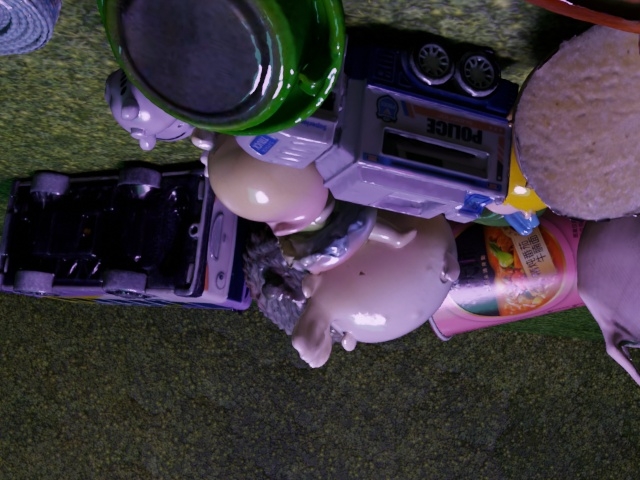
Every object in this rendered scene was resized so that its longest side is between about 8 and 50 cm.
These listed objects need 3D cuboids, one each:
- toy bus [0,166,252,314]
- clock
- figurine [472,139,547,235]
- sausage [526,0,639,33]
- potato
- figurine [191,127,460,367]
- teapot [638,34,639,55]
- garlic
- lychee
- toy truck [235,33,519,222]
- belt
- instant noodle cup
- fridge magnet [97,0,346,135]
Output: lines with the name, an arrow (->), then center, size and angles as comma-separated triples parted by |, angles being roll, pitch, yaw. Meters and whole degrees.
toy bus -> -0.314, 0.009, 1.310 | 0.440, 0.209, 0.249 | -1, 167, 30
clock -> -0.169, -0.145, 0.792 | 0.080, 0.117, 0.176 | 5, 168, 5
figurine -> 0.205, -0.088, 0.916 | 0.185, 0.127, 0.234 | 20, 179, 11
sausage -> 0.089, -0.208, 0.467 | 0.331, 0.102, 0.102 | 10, 166, -15
potato -> 0.264, -0.119, 0.716 | 0.202, 0.182, 0.117 | -26, -163, 3
figurine -> 0.000, 0.000, 0.904 | 0.227, 0.274, 0.394 | -7, 143, 39
teapot -> 0.328, -0.154, 0.572 | 0.159, 0.116, 0.246 | -21, 151, 36
garlic -> 0.442, 0.032, 0.968 | 0.340, 0.246, 0.231 | -38, 169, -10
lychee -> 0.009, 0.031, 1.211 | 0.255, 0.255, 0.274 | -6, -158, 41
toy truck -> 0.048, -0.114, 0.747 | 0.268, 0.155, 0.124 | 10, 166, -18
belt -> -0.301, -0.211, 0.646 | 0.148, 0.082, 0.163 | 20, 160, -36
instant noodle cup -> 0.291, 0.025, 1.164 | 0.255, 0.243, 0.244 | -10, 162, 23
fridge magnet -> -0.082, -0.167, 0.592 | 0.208, 0.088, 0.208 | 13, 135, 14
